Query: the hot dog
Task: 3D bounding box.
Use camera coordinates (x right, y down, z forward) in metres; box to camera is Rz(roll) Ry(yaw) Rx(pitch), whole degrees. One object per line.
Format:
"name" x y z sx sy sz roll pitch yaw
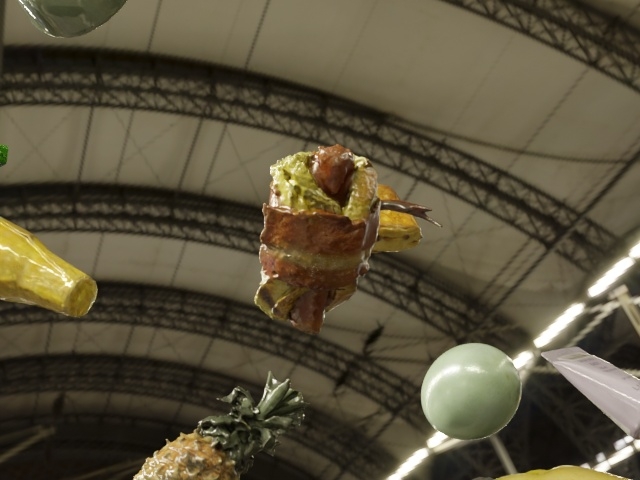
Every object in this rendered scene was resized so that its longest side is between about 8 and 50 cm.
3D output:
"hot dog" 0.000 0.000 1.007 0.146 0.103 0.213 -10 -67 -37

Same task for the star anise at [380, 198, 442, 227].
"star anise" 0.086 -0.061 1.361 0.144 0.140 0.158 -16 -11 -3

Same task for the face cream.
"face cream" 0.535 0.275 1.666 0.154 0.274 0.096 -3 -57 -48

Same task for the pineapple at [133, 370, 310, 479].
"pineapple" -0.129 0.279 1.252 0.248 0.128 0.128 -43 -22 -16

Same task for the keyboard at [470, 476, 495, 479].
"keyboard" 0.294 0.450 1.670 0.074 0.015 0.196 -23 -4 -16

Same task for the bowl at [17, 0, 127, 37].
"bowl" -0.475 -0.533 1.708 0.289 0.289 0.146 -31 -27 14

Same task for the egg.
"egg" 0.241 0.245 1.498 0.149 0.149 0.192 -9 -29 -28

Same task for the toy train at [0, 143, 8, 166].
"toy train" -0.759 -0.197 1.937 0.209 0.044 0.042 11 -13 -38

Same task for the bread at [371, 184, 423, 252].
"bread" 0.100 -0.047 2.181 0.235 0.210 0.099 -1 -54 -26

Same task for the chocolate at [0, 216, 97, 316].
"chocolate" -0.595 0.025 1.683 0.162 0.446 0.162 -54 -24 -37

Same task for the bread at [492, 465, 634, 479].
"bread" 0.213 0.344 0.787 0.333 0.333 0.160 -22 -38 -4
